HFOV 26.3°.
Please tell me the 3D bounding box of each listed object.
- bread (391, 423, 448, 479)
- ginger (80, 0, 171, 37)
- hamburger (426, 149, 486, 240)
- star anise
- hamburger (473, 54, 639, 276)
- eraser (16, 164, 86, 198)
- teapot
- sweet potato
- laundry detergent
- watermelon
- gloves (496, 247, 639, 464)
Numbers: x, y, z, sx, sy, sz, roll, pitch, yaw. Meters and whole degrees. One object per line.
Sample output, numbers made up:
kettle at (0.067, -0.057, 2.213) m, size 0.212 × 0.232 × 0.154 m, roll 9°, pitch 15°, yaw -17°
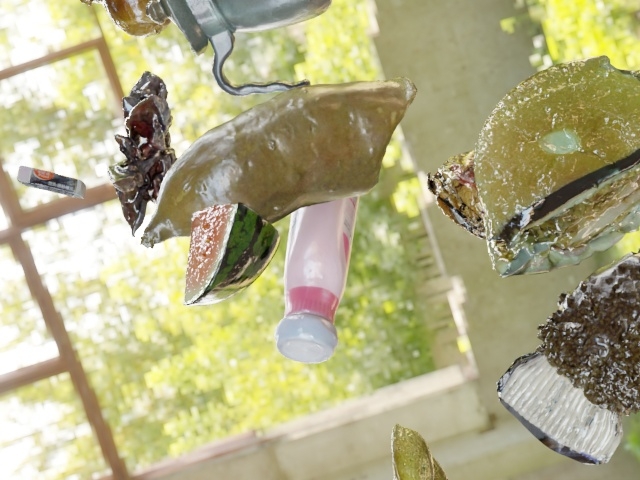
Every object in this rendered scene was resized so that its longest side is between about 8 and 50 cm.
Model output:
bread at (0.120, 0.280, 1.643) m, size 0.188 × 0.065 × 0.149 m, roll -71°, pitch -30°, yaw -68°
ginger at (-0.374, -0.551, 2.505) m, size 0.357 × 0.152 × 0.274 m, roll 43°, pitch 133°, yaw 33°
hamburger at (0.275, -0.064, 2.193) m, size 0.231 × 0.107 × 0.231 m, roll 32°, pitch -159°, yaw -14°
star anise at (-0.260, -0.137, 2.112) m, size 0.283 × 0.129 × 0.212 m, roll -88°, pitch -14°, yaw -69°
hamburger at (0.272, -0.090, 1.441) m, size 0.192 × 0.288 × 0.168 m, roll 59°, pitch 173°, yaw 39°
eraser at (-0.379, -0.083, 1.935) m, size 0.019 × 0.099 × 0.027 m, roll 135°, pitch 144°, yaw -59°
teapot at (-0.132, -0.388, 2.183) m, size 0.223 × 0.285 × 0.305 m, roll -105°, pitch -10°, yaw -47°
sweet potato at (-0.055, -0.096, 1.645) m, size 0.158 × 0.369 × 0.158 m, roll 162°, pitch 90°, yaw -75°
laundry detergent at (0.000, 0.000, 1.799) m, size 0.159 × 0.087 × 0.335 m, roll 85°, pitch -168°, yaw -58°
watermelon at (-0.095, -0.004, 1.395) m, size 0.094 × 0.125 × 0.135 m, roll 47°, pitch 146°, yaw 22°
gloves at (0.379, 0.137, 1.747) m, size 0.135 × 0.312 × 0.210 m, roll 25°, pitch -167°, yaw -41°
